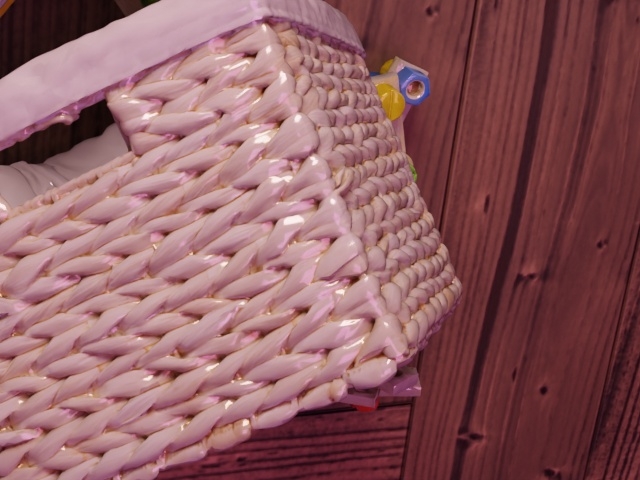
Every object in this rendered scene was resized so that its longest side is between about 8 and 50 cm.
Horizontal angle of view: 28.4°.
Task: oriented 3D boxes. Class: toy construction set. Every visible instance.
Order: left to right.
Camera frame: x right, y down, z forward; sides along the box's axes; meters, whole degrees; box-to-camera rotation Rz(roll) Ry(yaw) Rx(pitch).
[{"bbox_3d":[0.000,0.000,1.158,0.215,0.151,0.327,-7,105,-22],"label":"toy construction set"}]

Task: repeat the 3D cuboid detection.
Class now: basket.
[{"bbox_3d":[-0.099,0.003,0.910,0.328,0.331,0.266,-24,90,13],"label":"basket"}]

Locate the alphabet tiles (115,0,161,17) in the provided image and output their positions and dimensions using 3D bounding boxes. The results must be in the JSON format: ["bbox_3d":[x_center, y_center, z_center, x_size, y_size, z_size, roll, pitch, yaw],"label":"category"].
[{"bbox_3d":[-0.097,-0.324,0.971,0.285,0.011,0.342,-50,128,-20],"label":"alphabet tiles"}]

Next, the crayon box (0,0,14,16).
[{"bbox_3d":[-0.369,-0.167,0.903,0.323,0.083,0.203,-49,122,3],"label":"crayon box"}]
